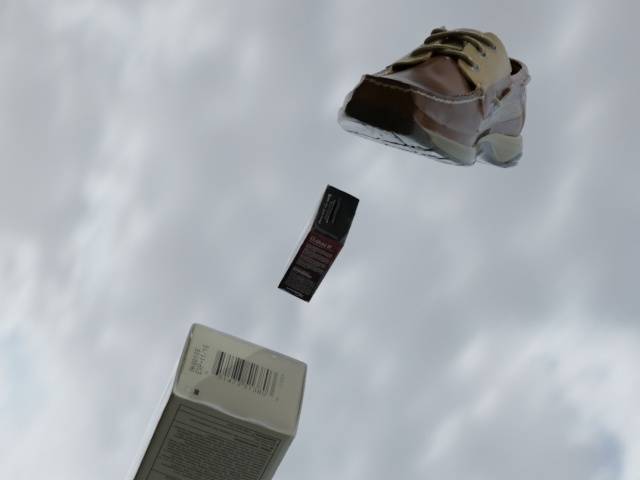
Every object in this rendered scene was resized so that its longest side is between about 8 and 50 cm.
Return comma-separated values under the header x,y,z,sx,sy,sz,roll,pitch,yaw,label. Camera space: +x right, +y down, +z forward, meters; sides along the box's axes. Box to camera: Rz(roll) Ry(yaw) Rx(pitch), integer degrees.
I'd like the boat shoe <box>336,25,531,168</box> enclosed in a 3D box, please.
x,y,z,sx,sy,sz,roll,pitch,yaw,label
0.111,-0.136,1.254,0.122,0.324,0.120,18,-81,19,boat shoe

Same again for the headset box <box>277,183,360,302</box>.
x,y,z,sx,sy,sz,roll,pitch,yaw,label
0.000,0.000,1.137,0.062,0.032,0.083,-70,-173,-47,headset box

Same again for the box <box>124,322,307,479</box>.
x,y,z,sx,sy,sz,roll,pitch,yaw,label
-0.138,0.258,1.579,0.121,0.148,0.311,-79,-166,-52,box
